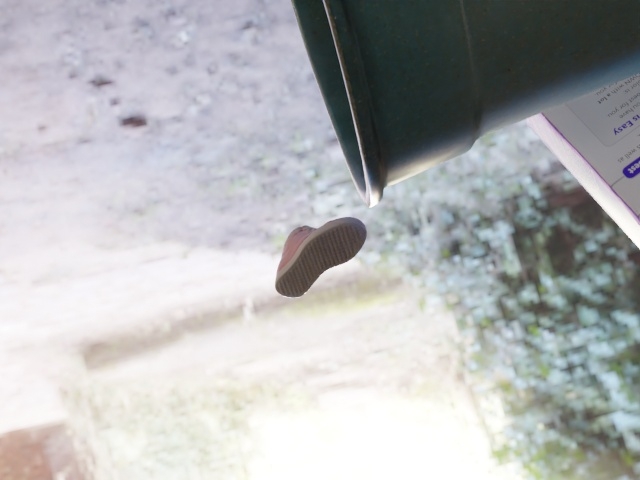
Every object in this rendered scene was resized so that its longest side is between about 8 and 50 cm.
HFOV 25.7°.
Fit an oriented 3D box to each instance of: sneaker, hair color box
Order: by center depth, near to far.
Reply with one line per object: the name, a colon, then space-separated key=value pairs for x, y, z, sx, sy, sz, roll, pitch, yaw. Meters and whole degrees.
hair color box: x=0.336 y=-0.084 z=1.260 sx=0.185 sy=0.339 sz=0.110 roll=-34 pitch=139 yaw=1
sneaker: x=0.000 y=0.000 z=1.484 sx=0.051 sy=0.070 sz=0.134 roll=32 pitch=130 yaw=-21

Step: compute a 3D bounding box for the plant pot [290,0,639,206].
plant pot: x=0.141 y=-0.233 z=1.007 sx=0.334 sy=0.341 sz=0.341 roll=-17 pitch=168 yaw=-2
